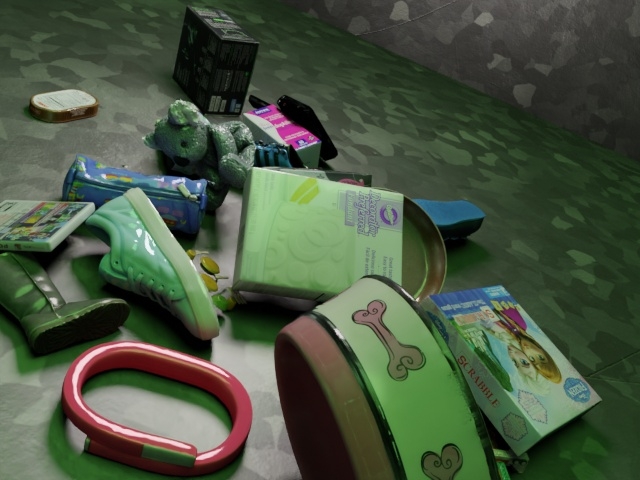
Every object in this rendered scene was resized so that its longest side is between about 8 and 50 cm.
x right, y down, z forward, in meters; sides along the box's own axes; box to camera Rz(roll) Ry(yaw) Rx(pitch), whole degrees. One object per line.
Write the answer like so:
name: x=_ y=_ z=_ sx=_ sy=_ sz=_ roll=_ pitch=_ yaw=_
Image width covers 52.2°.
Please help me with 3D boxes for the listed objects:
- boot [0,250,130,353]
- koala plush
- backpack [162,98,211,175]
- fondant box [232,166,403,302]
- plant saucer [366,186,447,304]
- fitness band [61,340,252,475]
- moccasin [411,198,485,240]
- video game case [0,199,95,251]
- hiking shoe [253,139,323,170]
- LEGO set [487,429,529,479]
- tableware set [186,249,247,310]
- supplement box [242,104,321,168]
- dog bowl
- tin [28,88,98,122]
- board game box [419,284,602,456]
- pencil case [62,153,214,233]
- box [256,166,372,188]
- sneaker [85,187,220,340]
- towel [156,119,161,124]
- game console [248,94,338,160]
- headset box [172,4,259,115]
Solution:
boot: x=-0.458 y=0.090 z=1.119 sx=0.190 sy=0.076 sz=0.208 roll=-11 pitch=37 yaw=-45
koala plush: x=-0.280 y=-0.216 z=1.485 sx=0.221 sy=0.196 sz=0.203 roll=25 pitch=54 yaw=-27
backpack: x=-0.334 y=-0.247 z=1.645 sx=0.115 sy=0.152 sz=0.182 roll=9 pitch=39 yaw=-25
fondant box: x=0.000 y=0.000 z=1.335 sx=0.330 sy=0.096 sz=0.238 roll=9 pitch=71 yaw=-16
plant saucer: x=0.130 y=0.033 z=1.445 sx=0.311 sy=0.050 sz=0.310 roll=5 pitch=71 yaw=-16
fitness band: x=-0.247 y=0.253 z=1.004 sx=0.291 sy=0.054 sz=0.209 roll=19 pitch=28 yaw=-6
moccasin: x=0.308 y=-0.029 z=1.717 sx=0.342 sy=0.116 sz=0.137 roll=0 pitch=37 yaw=-37
video game case: x=-0.545 y=-0.030 z=1.212 sx=0.184 sy=0.023 sz=0.201 roll=2 pitch=23 yaw=4
hiking shoe: x=-0.126 y=-0.213 z=1.667 sx=0.304 sy=0.132 sz=0.113 roll=35 pitch=27 yaw=-5
LEGO set: x=0.247 y=0.369 z=1.125 sx=0.244 sy=0.060 sz=0.182 roll=36 pitch=36 yaw=29
tableware set: x=-0.217 y=0.079 z=1.285 sx=0.154 sy=0.024 sz=0.104 roll=49 pitch=16 yaw=19
supplement box: x=-0.113 y=-0.270 z=1.819 sx=0.111 sy=0.114 sz=0.220 roll=-26 pitch=52 yaw=-34
dog bowl: x=0.062 y=0.260 z=0.871 sx=0.150 sy=0.408 sz=0.408 roll=-16 pitch=43 yaw=-17
tin: x=-0.668 y=-0.354 z=1.706 sx=0.106 sy=0.040 sz=0.190 roll=29 pitch=32 yaw=20
board game box: x=0.371 y=0.233 z=1.287 sx=0.319 sy=0.066 sz=0.318 roll=-2 pitch=48 yaw=-50
pencil case: x=-0.385 y=-0.097 z=1.386 sx=0.306 sy=0.133 sz=0.119 roll=11 pitch=73 yaw=-16
box: x=-0.019 y=-0.085 z=1.512 sx=0.247 sy=0.163 sz=0.142 roll=0 pitch=6 yaw=-32
sneaker: x=-0.320 y=0.064 z=1.212 sx=0.150 sy=0.135 sz=0.366 roll=-30 pitch=57 yaw=-18
towel: x=-0.372 y=-0.299 z=1.811 sx=0.152 sy=0.023 sz=0.113 roll=2 pitch=35 yaw=-28
game console: x=-0.101 y=-0.367 z=1.954 sx=0.361 sy=0.044 sz=0.213 roll=34 pitch=-13 yaw=41
headset box: x=-0.336 y=-0.561 z=2.026 sx=0.131 sy=0.246 sz=0.283 roll=-6 pitch=39 yaw=-36
